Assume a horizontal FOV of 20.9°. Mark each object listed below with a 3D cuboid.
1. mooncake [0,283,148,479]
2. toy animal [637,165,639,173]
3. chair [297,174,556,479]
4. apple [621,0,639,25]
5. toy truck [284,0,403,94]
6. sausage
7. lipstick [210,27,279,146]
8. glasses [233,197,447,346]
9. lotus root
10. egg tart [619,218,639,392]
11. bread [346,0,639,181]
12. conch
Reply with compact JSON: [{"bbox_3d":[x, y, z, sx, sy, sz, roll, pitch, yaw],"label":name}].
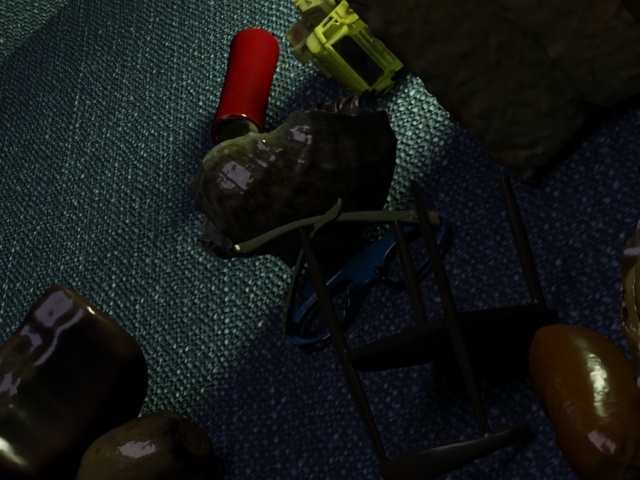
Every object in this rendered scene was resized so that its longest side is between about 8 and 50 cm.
[{"bbox_3d":[-0.337,0.219,2.081,0.334,0.174,0.326,-58,-11,29],"label":"mooncake"},{"bbox_3d":[0.380,-0.079,1.529,0.179,0.138,0.166,-45,48,17],"label":"toy animal"},{"bbox_3d":[0.117,0.091,1.699,0.188,0.166,0.272,-22,78,42],"label":"chair"},{"bbox_3d":[0.421,-0.309,1.633,0.319,0.277,0.319,-38,26,22],"label":"apple"},{"bbox_3d":[0.034,-0.291,2.386,0.157,0.124,0.272,-44,26,8],"label":"toy truck"},{"bbox_3d":[0.238,0.143,1.481,0.098,0.098,0.238,-43,19,10],"label":"sausage"},{"bbox_3d":[-0.110,-0.221,2.566,0.080,0.080,0.241,-33,29,28],"label":"lipstick"},{"bbox_3d":[0.014,0.031,1.945,0.239,0.207,0.102,-37,64,25],"label":"glasses"},{"bbox_3d":[-0.219,0.269,1.995,0.221,0.125,0.118,-28,54,28],"label":"lotus root"},{"bbox_3d":[0.343,0.035,1.355,0.288,0.118,0.288,-20,58,36],"label":"egg tart"},{"bbox_3d":[0.171,-0.317,1.926,0.279,0.371,0.390,-43,27,13],"label":"bread"},{"bbox_3d":[-0.032,-0.050,2.049,0.291,0.210,0.159,-34,29,37],"label":"conch"}]
